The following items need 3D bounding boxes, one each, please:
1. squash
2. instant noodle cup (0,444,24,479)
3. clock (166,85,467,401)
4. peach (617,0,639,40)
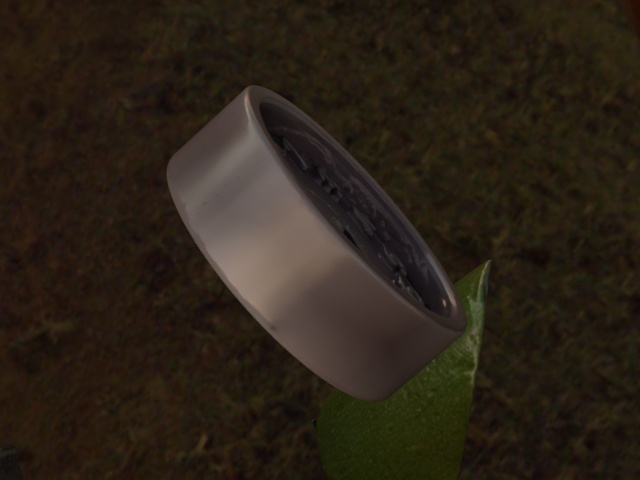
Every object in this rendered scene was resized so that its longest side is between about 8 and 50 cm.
[{"bbox_3d":[0.131,0.157,1.186,0.189,0.260,0.189,28,40,-27],"label":"squash"},{"bbox_3d":[-0.237,0.281,0.841,0.207,0.217,0.217,52,39,6],"label":"instant noodle cup"},{"bbox_3d":[0.000,0.000,0.755,0.197,0.068,0.197,44,14,-15],"label":"clock"},{"bbox_3d":[0.350,-0.262,0.981,0.307,0.332,0.308,-10,32,6],"label":"peach"}]
